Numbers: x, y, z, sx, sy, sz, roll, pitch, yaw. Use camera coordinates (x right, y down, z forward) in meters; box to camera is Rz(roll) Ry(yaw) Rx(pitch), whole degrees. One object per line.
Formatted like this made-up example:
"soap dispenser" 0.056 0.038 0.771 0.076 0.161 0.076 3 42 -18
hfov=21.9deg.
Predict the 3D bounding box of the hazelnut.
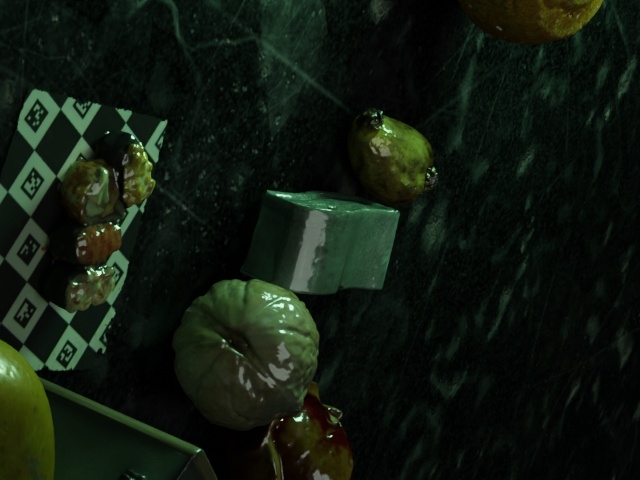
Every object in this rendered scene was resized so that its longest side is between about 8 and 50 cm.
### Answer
"hazelnut" -0.039 0.273 2.073 0.170 0.160 0.202 -84 172 -55

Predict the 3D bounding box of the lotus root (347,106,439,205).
"lotus root" 0.081 -0.117 2.132 0.190 0.094 0.108 39 49 -52

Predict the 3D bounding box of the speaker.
"speaker" -0.230 0.266 1.656 0.153 0.230 0.192 -55 148 -26

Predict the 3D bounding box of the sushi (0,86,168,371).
"sushi" -0.241 0.007 1.666 0.264 0.050 0.290 8 100 -62

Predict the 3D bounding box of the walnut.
"walnut" -0.081 0.137 1.924 0.178 0.178 0.230 -62 163 -16

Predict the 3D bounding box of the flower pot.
"flower pot" 0.000 0.000 2.040 0.229 0.103 0.108 0 106 -60

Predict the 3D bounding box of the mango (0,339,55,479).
"mango" -0.357 0.181 1.402 0.365 0.182 0.253 53 54 -65

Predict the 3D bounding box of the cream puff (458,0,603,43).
"cream puff" 0.282 -0.409 2.178 0.303 0.212 0.303 -41 148 -33
